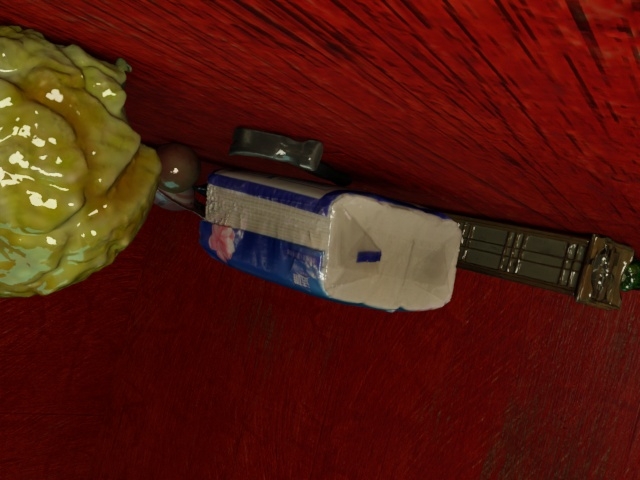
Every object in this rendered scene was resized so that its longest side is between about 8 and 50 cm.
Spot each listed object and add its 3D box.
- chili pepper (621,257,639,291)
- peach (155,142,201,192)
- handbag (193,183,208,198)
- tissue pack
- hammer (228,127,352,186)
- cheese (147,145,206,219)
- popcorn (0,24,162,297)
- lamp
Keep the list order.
[{"bbox_3d":[0.458,0.047,1.011,0.073,0.050,0.182,7,-177,3],"label":"chili pepper"},{"bbox_3d":[-0.229,-0.115,1.018,0.083,0.083,0.083,14,-179,0],"label":"peach"},{"bbox_3d":[-0.126,-0.087,1.317,0.211,0.089,0.254,7,-178,5],"label":"handbag"},{"bbox_3d":[0.000,0.000,0.785,0.209,0.137,0.269,12,-177,-40],"label":"tissue pack"},{"bbox_3d":[-0.016,-0.084,0.715,0.103,0.029,0.246,14,-178,17],"label":"hammer"},{"bbox_3d":[-0.279,-0.096,1.268,0.286,0.074,0.189,39,-170,-23],"label":"cheese"},{"bbox_3d":[-0.211,-0.067,0.456,0.198,0.198,0.212,14,-153,-29],"label":"popcorn"},{"bbox_3d":[0.254,0.016,0.912,0.090,0.089,0.325,15,179,-40],"label":"lamp"}]
